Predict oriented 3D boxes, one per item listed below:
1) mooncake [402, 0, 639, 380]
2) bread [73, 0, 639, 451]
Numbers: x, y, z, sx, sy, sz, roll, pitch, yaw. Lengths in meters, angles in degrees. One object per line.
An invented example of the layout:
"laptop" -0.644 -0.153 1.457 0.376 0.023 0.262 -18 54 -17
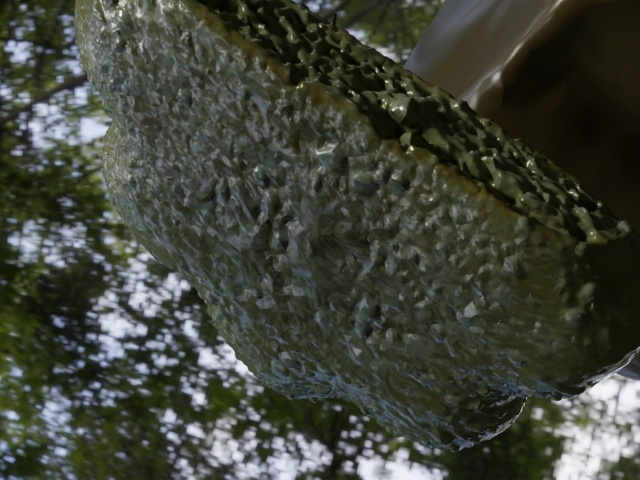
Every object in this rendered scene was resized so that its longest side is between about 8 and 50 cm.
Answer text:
"mooncake" 0.241 -0.137 0.923 0.262 0.467 0.467 38 -110 -11
"bread" 0.000 0.000 0.598 0.056 0.286 0.207 -43 -23 -38
